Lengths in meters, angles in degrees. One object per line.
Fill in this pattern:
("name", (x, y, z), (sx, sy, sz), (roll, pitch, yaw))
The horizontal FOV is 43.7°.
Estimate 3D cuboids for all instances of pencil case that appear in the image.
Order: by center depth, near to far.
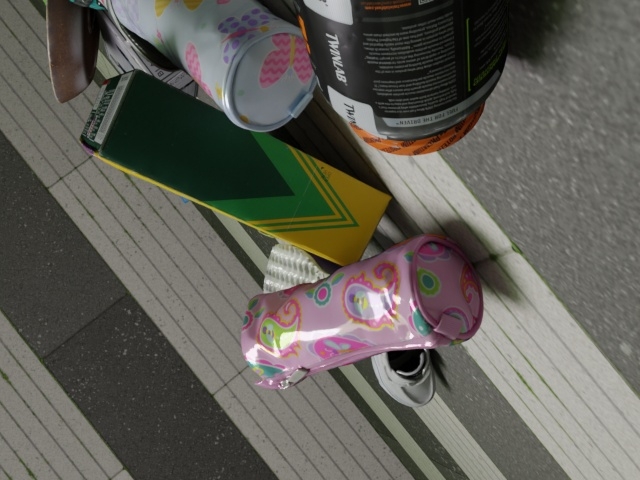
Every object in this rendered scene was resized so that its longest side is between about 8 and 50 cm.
("pencil case", (-0.117, -0.221, 0.846), (0.273, 0.113, 0.124), (43, 172, 38))
("pencil case", (0.034, 0.085, 0.865), (0.284, 0.124, 0.124), (-23, 109, 40))

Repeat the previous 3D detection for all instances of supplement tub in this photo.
("supplement tub", (0.043, -0.135, 0.429), (0.117, 0.117, 0.190), (46, 168, 29))

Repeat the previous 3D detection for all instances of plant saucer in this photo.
("plant saucer", (-0.376, -0.368, 1.240), (0.310, 0.050, 0.311), (-177, 90, -79))

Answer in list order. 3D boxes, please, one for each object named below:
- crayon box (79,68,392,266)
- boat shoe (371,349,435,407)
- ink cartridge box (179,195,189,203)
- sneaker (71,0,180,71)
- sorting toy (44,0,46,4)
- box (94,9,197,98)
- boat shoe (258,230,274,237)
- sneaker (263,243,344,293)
("crayon box", (-0.128, -0.095, 1.004), (0.313, 0.106, 0.363), (24, -179, -22))
("boat shoe", (0.130, 0.191, 1.260), (0.258, 0.095, 0.084), (57, 173, -36))
("ink cartridge box", (-0.270, -0.151, 1.743), (0.052, 0.122, 0.088), (51, 170, 25))
("sneaker", (-0.259, -0.330, 1.043), (0.296, 0.123, 0.178), (59, 165, 0))
("sorting toy", (-0.409, -0.500, 1.168), (0.348, 0.047, 0.196), (107, 150, -61))
("box", (-0.289, -0.311, 1.354), (0.169, 0.087, 0.290), (52, 170, -3))
("boat shoe", (-0.136, -0.075, 1.531), (0.227, 0.081, 0.069), (39, 161, 41))
("sneaker", (0.049, 0.075, 1.049), (0.146, 0.102, 0.293), (8, -174, -42))
